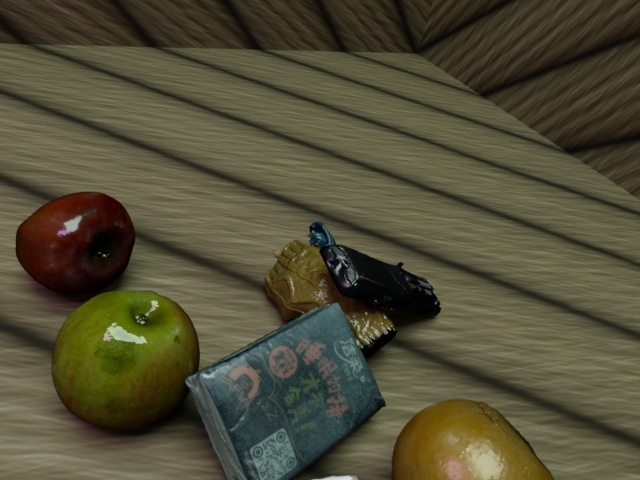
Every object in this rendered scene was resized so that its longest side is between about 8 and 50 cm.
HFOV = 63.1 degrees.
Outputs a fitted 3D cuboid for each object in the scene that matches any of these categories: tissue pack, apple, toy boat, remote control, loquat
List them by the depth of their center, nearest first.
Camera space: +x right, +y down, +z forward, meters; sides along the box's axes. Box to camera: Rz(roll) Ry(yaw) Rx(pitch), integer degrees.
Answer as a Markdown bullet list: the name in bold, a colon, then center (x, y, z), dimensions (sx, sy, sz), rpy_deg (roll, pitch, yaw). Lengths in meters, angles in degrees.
- **loquat**: center (0.235, 0.380, 0.825), dimensions (0.263, 0.263, 0.263), rpy_deg (9, 37, -7)
- **apple**: center (-0.332, 0.192, 0.906), dimensions (0.246, 0.226, 0.246), rpy_deg (11, 36, -8)
- **tissue pack**: center (-0.048, 0.271, 0.921), dimensions (0.316, 0.103, 0.228), rpy_deg (-23, 89, -39)
- **apple**: center (-0.517, 0.007, 1.100), dimensions (0.234, 0.234, 0.234), rpy_deg (9, 37, -7)
- **remote control**: center (0.155, 0.096, 1.165), dimensions (0.399, 0.062, 0.144), rpy_deg (20, 34, -50)
- **toy boat**: center (0.000, 0.000, 1.398), dimensions (0.061, 0.060, 0.137), rpy_deg (12, 39, -36)

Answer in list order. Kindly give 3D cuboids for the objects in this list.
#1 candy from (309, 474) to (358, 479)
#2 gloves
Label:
- **candy**: center (0.013, 0.480, 0.737), dimensions (0.155, 0.116, 0.265), rpy_deg (0, 39, -19)
- **gloves**: center (0.015, 0.121, 1.170), dimensions (0.356, 0.155, 0.203), rpy_deg (35, 38, 30)
